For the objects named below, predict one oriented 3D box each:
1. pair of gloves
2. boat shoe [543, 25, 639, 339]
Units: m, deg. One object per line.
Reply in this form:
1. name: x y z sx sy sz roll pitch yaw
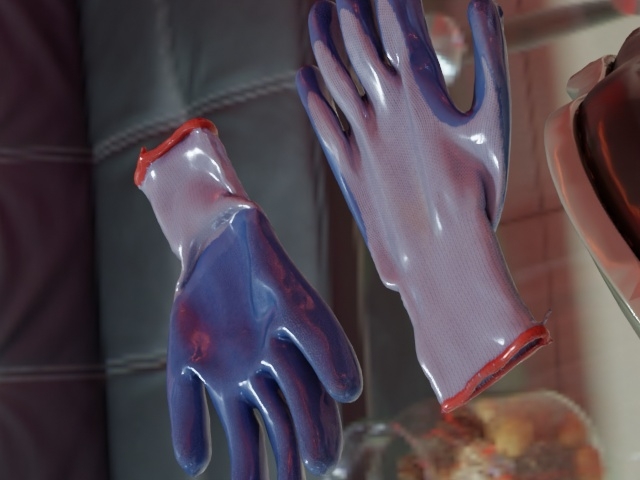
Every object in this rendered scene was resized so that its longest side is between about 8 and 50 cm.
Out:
1. pair of gloves: 0.000 0.000 0.575 0.198 0.023 0.159 -40 60 38
2. boat shoe: 0.107 -0.021 0.442 0.068 0.228 0.081 -31 102 16
